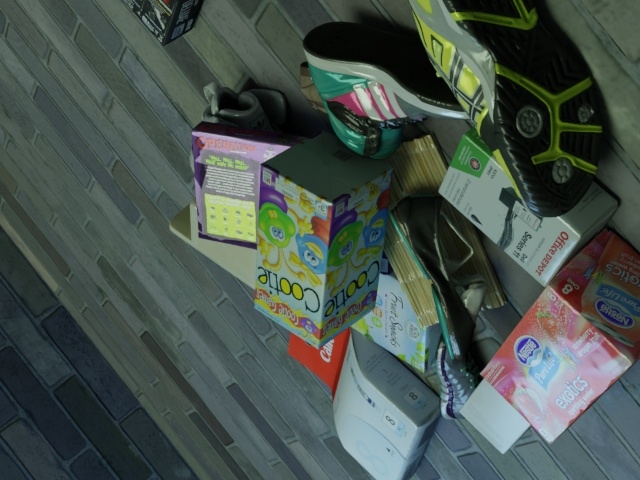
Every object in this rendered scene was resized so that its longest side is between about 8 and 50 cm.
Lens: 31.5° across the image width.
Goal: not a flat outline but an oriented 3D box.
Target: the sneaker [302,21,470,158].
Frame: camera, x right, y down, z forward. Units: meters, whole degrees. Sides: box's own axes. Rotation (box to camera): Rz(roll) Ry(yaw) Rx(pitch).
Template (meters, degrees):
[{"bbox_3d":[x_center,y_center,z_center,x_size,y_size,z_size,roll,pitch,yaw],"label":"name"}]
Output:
[{"bbox_3d":[0.112,-0.186,1.595,0.296,0.124,0.178,25,148,30],"label":"sneaker"}]

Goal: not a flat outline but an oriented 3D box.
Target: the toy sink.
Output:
[{"bbox_3d":[-0.151,-0.047,2.094,0.234,0.153,0.131,34,147,21],"label":"toy sink"}]

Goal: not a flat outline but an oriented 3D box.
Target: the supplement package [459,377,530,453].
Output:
[{"bbox_3d":[0.314,0.246,1.813,0.105,0.105,0.179,45,152,15],"label":"supplement package"}]

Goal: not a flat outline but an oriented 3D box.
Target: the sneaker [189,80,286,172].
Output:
[{"bbox_3d":[-0.082,-0.121,1.941,0.366,0.137,0.210,38,147,21],"label":"sneaker"}]

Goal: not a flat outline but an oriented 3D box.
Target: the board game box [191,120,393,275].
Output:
[{"bbox_3d":[-0.041,-0.070,1.847,0.347,0.056,0.208,11,127,18],"label":"board game box"}]

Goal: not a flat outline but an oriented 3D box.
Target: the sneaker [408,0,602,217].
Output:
[{"bbox_3d":[0.225,-0.209,1.411,0.384,0.145,0.147,66,162,-8],"label":"sneaker"}]

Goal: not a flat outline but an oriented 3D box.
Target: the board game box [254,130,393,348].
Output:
[{"bbox_3d":[0.000,0.000,1.721,0.144,0.142,0.275,30,134,30],"label":"board game box"}]

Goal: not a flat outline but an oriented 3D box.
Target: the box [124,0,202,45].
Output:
[{"bbox_3d":[-0.314,-0.513,1.896,0.307,0.076,0.242,48,152,6],"label":"box"}]

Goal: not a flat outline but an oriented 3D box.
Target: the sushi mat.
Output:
[{"bbox_3d":[0.164,-0.010,1.754,0.151,0.019,0.316,-16,113,25],"label":"sushi mat"}]

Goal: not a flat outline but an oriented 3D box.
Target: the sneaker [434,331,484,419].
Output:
[{"bbox_3d":[0.254,0.227,1.938,0.098,0.083,0.223,10,138,21],"label":"sneaker"}]

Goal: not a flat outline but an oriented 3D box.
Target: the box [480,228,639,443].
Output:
[{"bbox_3d":[0.359,0.140,1.581,0.154,0.142,0.300,45,151,14],"label":"box"}]

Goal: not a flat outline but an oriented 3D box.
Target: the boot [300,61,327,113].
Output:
[{"bbox_3d":[0.014,-0.235,1.776,0.118,0.042,0.087,26,149,42],"label":"boot"}]

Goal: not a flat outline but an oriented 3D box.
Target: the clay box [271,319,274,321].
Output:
[{"bbox_3d":[-0.049,0.097,2.201,0.222,0.053,0.127,-3,101,56],"label":"clay box"}]

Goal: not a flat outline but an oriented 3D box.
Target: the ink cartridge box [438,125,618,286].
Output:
[{"bbox_3d":[0.276,-0.058,1.531,0.208,0.087,0.153,43,153,15],"label":"ink cartridge box"}]

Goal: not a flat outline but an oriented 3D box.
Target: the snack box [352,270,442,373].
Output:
[{"bbox_3d":[0.133,0.107,1.955,0.174,0.070,0.207,32,147,28],"label":"snack box"}]

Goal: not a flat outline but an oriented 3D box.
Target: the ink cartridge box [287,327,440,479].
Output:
[{"bbox_3d":[0.056,0.295,2.273,0.385,0.091,0.308,40,150,20],"label":"ink cartridge box"}]

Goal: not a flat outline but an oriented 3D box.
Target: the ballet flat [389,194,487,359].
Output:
[{"bbox_3d":[0.197,0.055,1.719,0.095,0.096,0.280,-94,-19,-67],"label":"ballet flat"}]
